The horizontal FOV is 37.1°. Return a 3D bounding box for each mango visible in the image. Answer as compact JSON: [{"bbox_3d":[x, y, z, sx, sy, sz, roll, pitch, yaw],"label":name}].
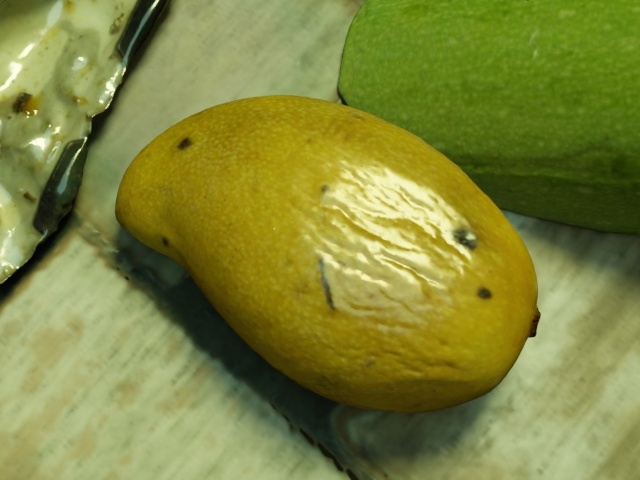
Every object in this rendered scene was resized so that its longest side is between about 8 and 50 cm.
[{"bbox_3d":[0.000,0.000,0.545,0.262,0.109,0.157,26,84,11],"label":"mango"}]

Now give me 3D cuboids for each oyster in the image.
[{"bbox_3d":[-0.178,-0.105,0.605,0.129,0.078,0.345,35,79,-11],"label":"oyster"}]

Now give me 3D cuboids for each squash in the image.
[{"bbox_3d":[0.169,-0.099,0.602,0.260,0.189,0.189,4,74,41],"label":"squash"}]
